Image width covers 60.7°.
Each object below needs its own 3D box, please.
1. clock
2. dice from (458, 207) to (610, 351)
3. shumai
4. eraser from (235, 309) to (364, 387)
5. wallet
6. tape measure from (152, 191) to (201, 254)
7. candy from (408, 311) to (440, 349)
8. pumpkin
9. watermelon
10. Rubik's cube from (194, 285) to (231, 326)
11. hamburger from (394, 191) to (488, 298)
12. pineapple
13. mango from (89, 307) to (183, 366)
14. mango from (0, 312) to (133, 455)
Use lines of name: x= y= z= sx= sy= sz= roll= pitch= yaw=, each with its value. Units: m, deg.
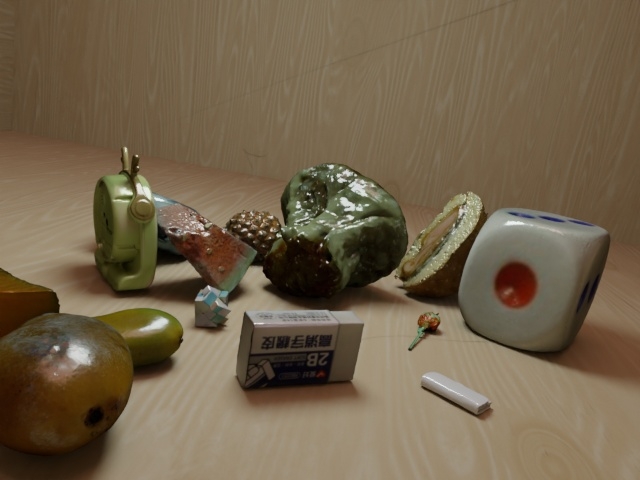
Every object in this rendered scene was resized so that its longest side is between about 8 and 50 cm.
clock: x=-0.454 y=-0.055 z=1.260 sx=0.096 sy=0.308 sz=0.235 roll=-4 pitch=18 yaw=-34
dice: x=0.538 y=0.089 z=1.380 sx=0.276 sy=0.304 sz=0.304 roll=19 pitch=16 yaw=33
shumai: x=0.000 y=0.000 z=1.437 sx=0.397 sy=0.324 sz=0.323 roll=23 pitch=36 yaw=25
eraser: x=-0.035 y=0.189 z=0.962 sx=0.210 sy=0.125 sz=0.068 roll=3 pitch=16 yaw=-25
wallet: x=0.250 y=0.279 z=1.011 sx=0.122 sy=0.025 sz=0.061 roll=21 pitch=11 yaw=39
tape measure: x=-0.466 y=-0.054 z=1.509 sx=0.256 sy=0.147 sz=0.275 roll=19 pitch=-6 yaw=17
candy: x=0.232 y=0.211 z=1.261 sx=0.055 sy=0.049 sz=0.184 roll=-17 pitch=6 yaw=30
pumpkin: x=-0.564 y=0.111 z=0.909 sx=0.247 sy=0.131 sz=0.126 roll=7 pitch=14 yaw=-20
watermelon: x=-0.279 y=0.002 z=1.291 sx=0.257 sy=0.140 sz=0.193 roll=46 pitch=-6 yaw=-32
Rubik's cube: x=-0.221 y=0.138 z=1.139 sx=0.073 sy=0.084 sz=0.075 roll=5 pitch=30 yaw=-2
hamburger: x=0.394 y=0.040 z=1.569 sx=0.209 sy=0.330 sz=0.162 roll=28 pitch=14 yaw=-32
pineapple: x=-0.214 y=-0.016 z=1.608 sx=0.193 sy=0.166 sz=0.166 roll=6 pitch=14 yaw=-18
mango: x=-0.332 y=0.170 z=0.937 sx=0.191 sy=0.086 sz=0.122 roll=-8 pitch=31 yaw=-20
mango: x=-0.364 y=0.178 z=0.753 sx=0.192 sy=0.146 sz=0.316 roll=0 pitch=10 yaw=-28
